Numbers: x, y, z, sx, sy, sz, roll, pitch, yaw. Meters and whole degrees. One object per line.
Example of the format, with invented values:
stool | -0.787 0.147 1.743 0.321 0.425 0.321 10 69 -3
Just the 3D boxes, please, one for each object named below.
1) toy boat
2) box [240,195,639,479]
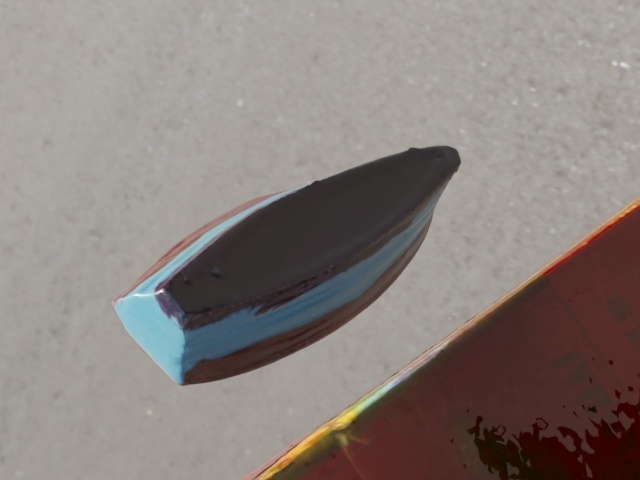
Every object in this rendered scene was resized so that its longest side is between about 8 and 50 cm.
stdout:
toy boat | 0.000 0.000 1.034 0.136 0.392 0.079 48 134 14
box | 0.107 0.125 0.551 0.197 0.313 0.089 55 135 6
